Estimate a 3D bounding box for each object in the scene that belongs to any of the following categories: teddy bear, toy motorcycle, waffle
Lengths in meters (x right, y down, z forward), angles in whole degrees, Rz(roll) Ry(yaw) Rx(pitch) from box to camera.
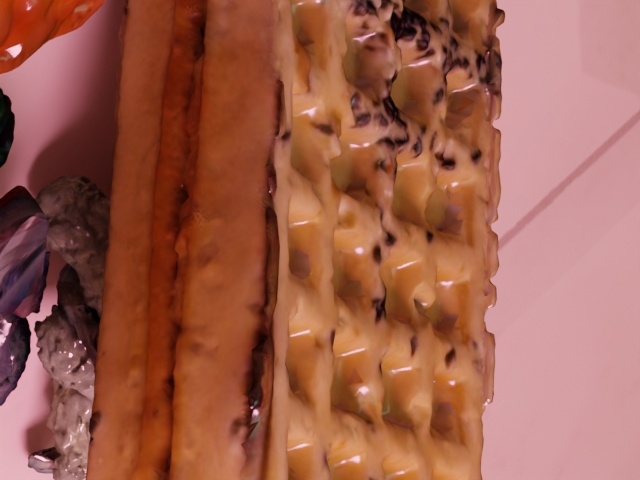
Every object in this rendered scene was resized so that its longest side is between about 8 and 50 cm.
[{"bbox_3d":[-0.101,0.062,1.124,0.133,0.111,0.213,-23,131,-45],"label":"teddy bear"},{"bbox_3d":[-0.193,0.023,0.995,0.122,0.082,0.213,-33,142,-33],"label":"toy motorcycle"},{"bbox_3d":[0.000,0.000,1.071,0.261,0.114,0.376,23,66,-53],"label":"waffle"}]

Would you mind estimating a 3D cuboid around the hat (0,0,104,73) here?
[{"bbox_3d":[-0.219,-0.244,0.662,0.285,0.285,0.400,-28,119,-41],"label":"hat"}]
